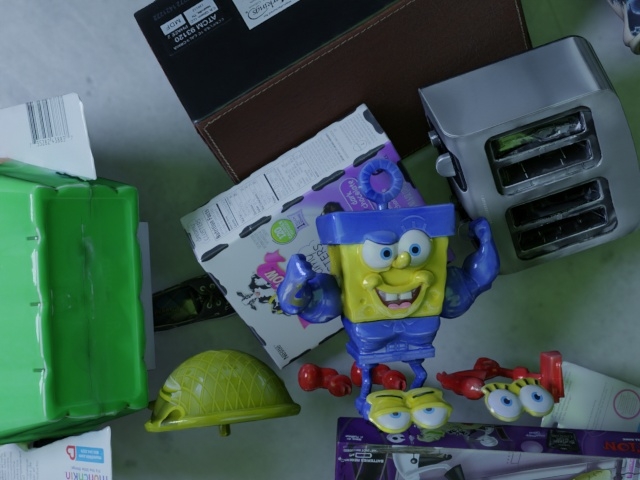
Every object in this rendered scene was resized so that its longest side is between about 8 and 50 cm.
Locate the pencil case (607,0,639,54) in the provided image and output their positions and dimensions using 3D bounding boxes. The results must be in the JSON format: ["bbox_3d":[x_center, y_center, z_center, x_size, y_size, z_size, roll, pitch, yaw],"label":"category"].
[{"bbox_3d":[0.241,-0.373,1.185,0.159,0.183,0.410,-32,88,2],"label":"pencil case"}]

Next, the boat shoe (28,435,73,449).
[{"bbox_3d":[-0.229,0.242,1.257,0.042,0.049,0.133,-28,84,9],"label":"boat shoe"}]

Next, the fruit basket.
[{"bbox_3d":[-0.293,0.053,1.173,0.165,0.353,0.327,-2,88,-41],"label":"fruit basket"}]

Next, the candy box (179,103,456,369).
[{"bbox_3d":[0.000,0.000,1.199,0.196,0.070,0.165,-32,131,2],"label":"candy box"}]

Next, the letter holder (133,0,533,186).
[{"bbox_3d":[0.023,-0.177,1.219,0.301,0.214,0.152,-31,57,1],"label":"letter holder"}]

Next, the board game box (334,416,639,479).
[{"bbox_3d":[0.181,0.260,1.153,0.346,0.056,0.208,3,118,1],"label":"board game box"}]

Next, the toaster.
[{"bbox_3d":[0.196,-0.076,1.187,0.185,0.110,0.168,-18,127,4],"label":"toaster"}]

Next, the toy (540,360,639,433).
[{"bbox_3d":[0.307,0.215,1.240,0.237,0.056,0.137,20,82,-4],"label":"toy"}]

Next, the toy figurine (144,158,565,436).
[{"bbox_3d":[0.022,0.039,1.135,0.362,0.191,0.217,-3,96,-13],"label":"toy figurine"}]

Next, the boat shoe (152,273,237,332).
[{"bbox_3d":[-0.114,0.057,1.259,0.142,0.040,0.049,-20,89,1],"label":"boat shoe"}]
